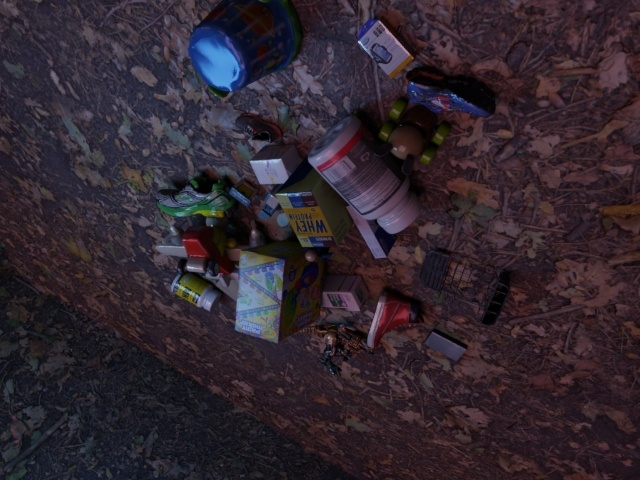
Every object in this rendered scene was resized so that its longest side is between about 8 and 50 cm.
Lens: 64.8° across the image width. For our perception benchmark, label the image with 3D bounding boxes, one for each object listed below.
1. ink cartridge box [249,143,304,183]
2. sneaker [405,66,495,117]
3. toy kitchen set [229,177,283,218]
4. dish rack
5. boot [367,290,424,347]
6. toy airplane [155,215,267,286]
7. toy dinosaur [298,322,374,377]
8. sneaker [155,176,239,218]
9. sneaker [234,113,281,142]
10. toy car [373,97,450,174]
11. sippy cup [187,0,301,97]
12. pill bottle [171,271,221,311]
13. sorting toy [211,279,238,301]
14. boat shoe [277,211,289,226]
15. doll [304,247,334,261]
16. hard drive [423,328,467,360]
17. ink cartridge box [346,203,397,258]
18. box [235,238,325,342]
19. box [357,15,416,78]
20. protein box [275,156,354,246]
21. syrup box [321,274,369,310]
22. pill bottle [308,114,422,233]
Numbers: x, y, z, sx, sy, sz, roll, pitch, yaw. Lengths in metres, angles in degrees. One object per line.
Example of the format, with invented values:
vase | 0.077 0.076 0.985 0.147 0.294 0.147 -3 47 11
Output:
ink cartridge box | -0.126 -0.237 1.564 0.143 0.092 0.090 2 131 33
sneaker | 0.304 -0.337 1.187 0.221 0.083 0.087 27 154 18
toy kitchen set | -0.207 -0.162 1.672 0.166 0.122 0.207 38 141 -4
dish rack | 0.437 0.139 1.569 0.272 0.074 0.208 20 138 17
boot | 0.270 0.308 1.810 0.176 0.088 0.244 16 122 5
toy airplane | -0.390 0.026 1.925 0.386 0.272 0.384 12 165 -32
toy dinosaur | 0.069 0.416 2.087 0.322 0.164 0.218 28 129 37
sneaker | -0.463 -0.174 1.855 0.344 0.134 0.146 1 124 22
sneaker | -0.201 -0.337 1.534 0.158 0.065 0.061 19 139 18
toy car | 0.209 -0.234 1.255 0.155 0.188 0.149 31 141 5
sippy cup | -0.199 -0.490 1.253 0.240 0.224 0.305 16 138 22
pill bottle | -0.572 0.235 2.334 0.208 0.119 0.119 28 141 7
sorting toy | -0.357 0.213 2.221 0.348 0.047 0.196 40 145 -7
boat shoe | -0.110 -0.089 1.745 0.046 0.038 0.125 53 140 8
doll | 0.000 0.000 1.638 0.129 0.189 0.046 37 141 -4
hard drive | 0.455 0.381 1.841 0.135 0.022 0.094 27 141 9
ink cartridge box | 0.159 -0.054 1.546 0.046 0.097 0.207 -8 124 40
box | -0.132 0.161 1.737 0.177 0.290 0.279 11 103 26
box | 0.152 -0.461 1.194 0.136 0.028 0.081 46 140 -10
protein box | 0.003 -0.119 1.507 0.136 0.200 0.201 0 130 35
syrup box | 0.052 0.194 1.874 0.237 0.096 0.093 -2 128 38
pill bottle | 0.131 -0.169 1.380 0.318 0.176 0.176 45 140 -19
